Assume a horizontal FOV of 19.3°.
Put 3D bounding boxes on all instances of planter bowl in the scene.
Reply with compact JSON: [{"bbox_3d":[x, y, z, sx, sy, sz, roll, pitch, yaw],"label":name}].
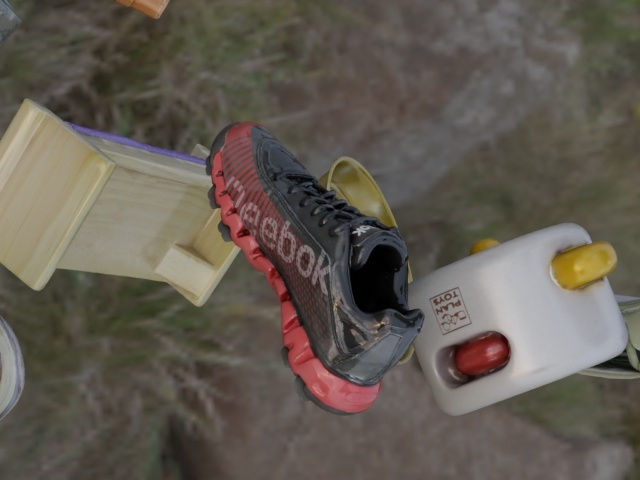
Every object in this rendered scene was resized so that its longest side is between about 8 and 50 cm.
[{"bbox_3d":[0.015,0.031,1.888,0.217,0.090,0.217,-16,90,-70],"label":"planter bowl"}]

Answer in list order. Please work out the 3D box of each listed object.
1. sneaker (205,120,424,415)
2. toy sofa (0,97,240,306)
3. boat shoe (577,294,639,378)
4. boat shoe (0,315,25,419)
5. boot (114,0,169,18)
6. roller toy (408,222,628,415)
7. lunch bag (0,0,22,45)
[{"bbox_3d":[0.000,0.000,1.555,0.097,0.135,0.276,1,55,-47],"label":"sneaker"},{"bbox_3d":[-0.224,-0.047,1.949,0.150,0.177,0.362,-57,156,10],"label":"toy sofa"},{"bbox_3d":[0.356,0.107,1.951,0.094,0.302,0.109,-28,103,-39],"label":"boat shoe"},{"bbox_3d":[-0.390,0.155,1.531,0.123,0.324,0.116,59,22,15],"label":"boat shoe"},{"bbox_3d":[-0.191,-0.224,1.511,0.152,0.073,0.197,39,37,-9],"label":"boot"},{"bbox_3d":[0.177,0.067,1.754,0.209,0.191,0.146,129,-60,-80],"label":"roller toy"},{"bbox_3d":[-0.487,-0.236,1.940,0.256,0.212,0.305,-47,159,-6],"label":"lunch bag"}]
